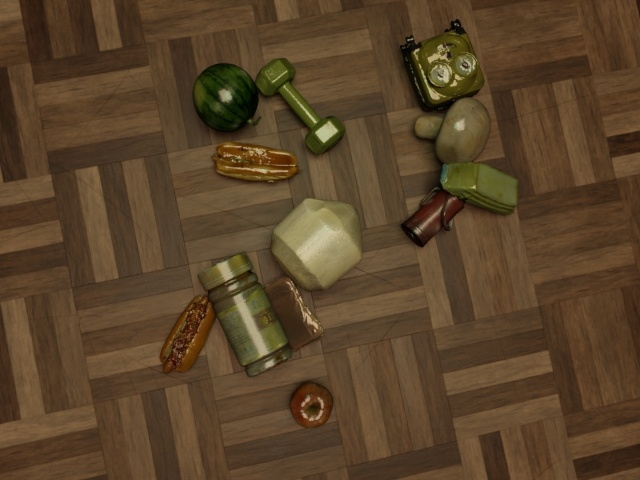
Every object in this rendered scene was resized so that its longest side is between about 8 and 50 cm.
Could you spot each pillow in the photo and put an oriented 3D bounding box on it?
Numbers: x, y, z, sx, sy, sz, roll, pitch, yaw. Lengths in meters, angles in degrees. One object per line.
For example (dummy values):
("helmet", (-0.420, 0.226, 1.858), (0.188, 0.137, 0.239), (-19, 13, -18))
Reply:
("pillow", (-0.087, 0.210, 1.868), (0.135, 0.034, 0.211), (-32, 89, 29))

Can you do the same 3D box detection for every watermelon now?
("watermelon", (-0.258, -0.395, 1.845), (0.215, 0.188, 0.188), (42, 84, -3))

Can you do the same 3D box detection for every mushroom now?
("mushroom", (0.399, -0.317, 1.914), (0.206, 0.209, 0.206), (-8, 108, -27))

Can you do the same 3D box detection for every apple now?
("apple", (-0.028, 0.465, 1.845), (0.126, 0.102, 0.126), (1, 85, -11))

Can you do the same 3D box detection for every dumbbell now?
("dumbbell", (-0.058, -0.390, 1.902), (0.302, 0.121, 0.108), (50, 55, -1))

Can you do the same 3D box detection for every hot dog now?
("hot dog", (-0.372, 0.271, 1.842), (0.102, 0.076, 0.249), (29, 83, -6))
("hot dog", (-0.186, -0.224, 1.898), (0.269, 0.072, 0.109), (8, 87, -3))

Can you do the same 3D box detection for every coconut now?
("coconut", (0.000, 0.000, 1.818), (0.266, 0.237, 0.237), (-39, 90, -2))

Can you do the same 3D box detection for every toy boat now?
("toy boat", (0.478, -0.155, 1.890), (0.276, 0.084, 0.111), (18, 69, -26))

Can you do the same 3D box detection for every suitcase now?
("suitcase", (0.363, -0.511, 1.929), (0.194, 0.143, 0.235), (-20, 88, -6))

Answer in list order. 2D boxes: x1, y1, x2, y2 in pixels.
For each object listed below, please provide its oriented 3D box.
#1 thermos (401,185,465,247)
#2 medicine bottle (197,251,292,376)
("thermos", (0.349, -0.093, 1.926), (0.232, 0.099, 0.124), (-44, 55, -8))
("medicine bottle", (-0.208, 0.207, 1.823), (0.151, 0.151, 0.322), (-26, 89, -6))
